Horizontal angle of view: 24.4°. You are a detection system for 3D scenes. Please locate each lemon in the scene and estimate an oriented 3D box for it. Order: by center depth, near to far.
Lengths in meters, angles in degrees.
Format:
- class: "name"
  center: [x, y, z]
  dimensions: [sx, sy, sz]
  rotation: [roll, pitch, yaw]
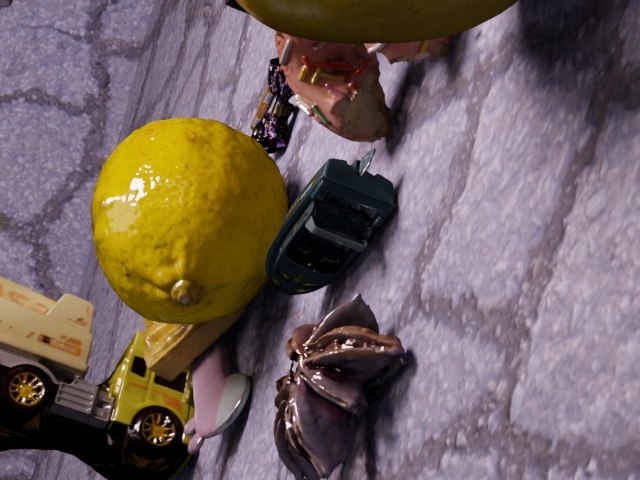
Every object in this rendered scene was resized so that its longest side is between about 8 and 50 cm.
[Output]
- class: "lemon"
  center: [-0.177, -0.021, 1.968]
  dimensions: [0.268, 0.268, 0.321]
  rotation: [121, 166, -44]

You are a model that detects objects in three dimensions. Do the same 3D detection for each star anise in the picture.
- class: "star anise"
  center: [0.013, 0.149, 1.513]
  dimensions: [0.236, 0.093, 0.229]
  rotation: [-52, 22, 46]

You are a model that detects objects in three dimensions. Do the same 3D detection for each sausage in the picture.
- class: "sausage"
  center: [-0.087, -0.205, 2.277]
  dimensions: [0.015, 0.015, 0.100]
  rotation: [-94, 24, -48]

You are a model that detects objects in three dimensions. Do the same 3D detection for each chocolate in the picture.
- class: "chocolate"
  center: [-0.057, -0.187, 2.109]
  dimensions: [0.072, 0.070, 0.147]
  rotation: [-116, 32, -51]

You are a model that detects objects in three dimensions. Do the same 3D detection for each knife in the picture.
- class: "knife"
  center: [-0.154, 0.162, 2.118]
  dimensions: [0.132, 0.038, 0.398]
  rotation: [-45, 25, 14]

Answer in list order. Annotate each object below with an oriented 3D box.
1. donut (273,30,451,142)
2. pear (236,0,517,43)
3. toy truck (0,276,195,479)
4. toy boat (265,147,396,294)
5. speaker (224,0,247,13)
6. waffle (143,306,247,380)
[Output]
- class: "donut"
  center: [0.028, -0.221, 1.610]
  dimensions: [0.085, 0.199, 0.233]
  rotation: [-33, -14, -35]
- class: "pear"
  center: [0.070, -0.356, 1.299]
  dimensions: [0.418, 0.362, 0.362]
  rotation: [-54, 6, -26]
- class: "toy truck"
  center: [-0.375, 0.206, 2.191]
  dimensions: [0.180, 0.405, 0.254]
  rotation: [128, 159, -55]
- class: "toy boat"
  center: [0.000, 0.000, 1.665]
  dimensions: [0.246, 0.093, 0.103]
  rotation: [127, 160, -52]
- class: "speaker"
  center: [0.024, -0.394, 1.783]
  dimensions: [0.232, 0.184, 0.253]
  rotation: [155, 131, -69]
- class: "waffle"
  center: [-0.187, 0.076, 2.176]
  dimensions: [0.168, 0.057, 0.274]
  rotation: [-42, 26, 14]
